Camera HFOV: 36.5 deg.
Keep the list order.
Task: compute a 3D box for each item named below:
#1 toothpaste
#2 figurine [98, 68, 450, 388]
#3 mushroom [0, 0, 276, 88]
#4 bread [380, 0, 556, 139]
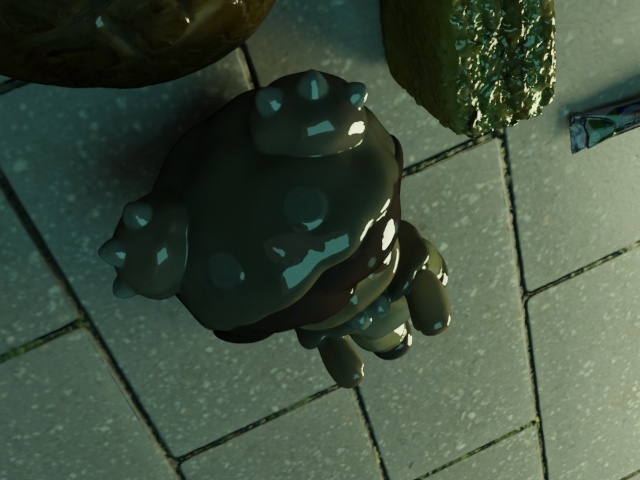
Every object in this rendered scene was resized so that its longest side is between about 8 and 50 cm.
[{"bbox_3d":[0.335,-0.134,1.005,0.170,0.028,0.045,-18,125,-8],"label":"toothpaste"},{"bbox_3d":[0.001,0.001,0.847,0.248,0.203,0.380,-37,145,13],"label":"figurine"},{"bbox_3d":[-0.142,-0.200,0.630,0.278,0.146,0.278,-10,150,-6],"label":"mushroom"},{"bbox_3d":[0.114,-0.192,0.776,0.102,0.138,0.196,-25,132,-12],"label":"bread"}]
